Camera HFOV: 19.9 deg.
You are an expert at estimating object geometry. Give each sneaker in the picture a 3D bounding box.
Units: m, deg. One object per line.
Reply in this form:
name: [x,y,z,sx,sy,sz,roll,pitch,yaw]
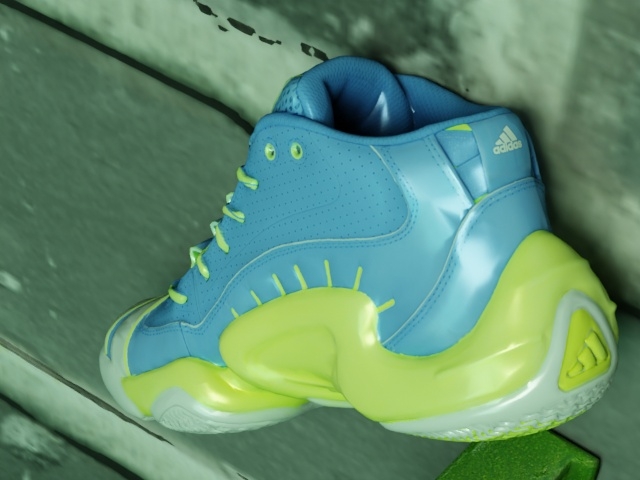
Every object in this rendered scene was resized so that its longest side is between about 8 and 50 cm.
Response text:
sneaker: [0.000,0.000,0.639,0.240,0.091,0.126,-4,100,45]

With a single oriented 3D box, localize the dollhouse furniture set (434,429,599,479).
dollhouse furniture set: [0.087,0.245,0.689,0.197,0.151,0.301,30,138,21]
